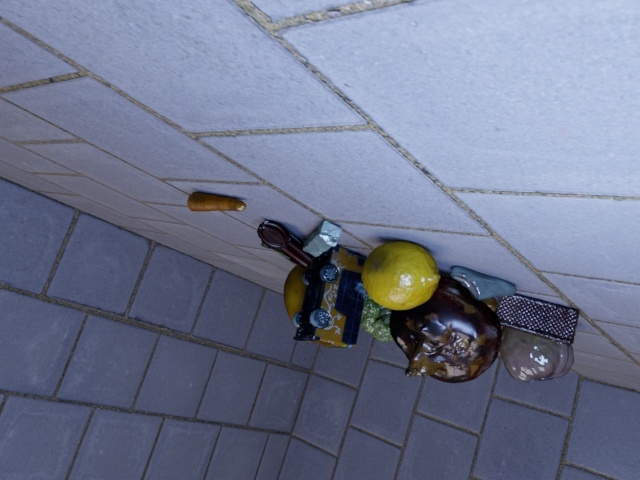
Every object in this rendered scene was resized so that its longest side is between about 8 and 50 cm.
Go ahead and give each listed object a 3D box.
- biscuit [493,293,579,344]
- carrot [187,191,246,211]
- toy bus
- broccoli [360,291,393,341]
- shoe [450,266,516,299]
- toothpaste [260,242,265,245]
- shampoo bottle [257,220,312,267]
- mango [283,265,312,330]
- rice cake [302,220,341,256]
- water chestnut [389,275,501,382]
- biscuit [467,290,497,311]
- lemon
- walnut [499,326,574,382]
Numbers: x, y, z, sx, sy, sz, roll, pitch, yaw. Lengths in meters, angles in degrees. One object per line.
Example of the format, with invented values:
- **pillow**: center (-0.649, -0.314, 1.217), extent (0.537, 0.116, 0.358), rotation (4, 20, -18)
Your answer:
- **biscuit**: center (0.651, 0.234, 1.735), extent (0.252, 0.106, 0.070), rotation (15, 170, 17)
- **carrot**: center (-0.300, -0.109, 1.682), extent (0.210, 0.061, 0.061), rotation (7, 165, 32)
- **toy bus**: center (0.042, 0.190, 1.888), extent (0.194, 0.323, 0.162), rotation (21, 161, -24)
- **broccoli**: center (0.273, 0.271, 1.939), extent (0.302, 0.186, 0.253), rotation (-3, 122, 41)
- **shoe**: center (0.462, 0.137, 1.634), extent (0.195, 0.078, 0.079), rotation (22, 168, -3)
- **toothpaste**: center (-0.204, 0.012, 2.175), extent (0.049, 0.031, 0.204), rotation (20, 170, -5)
- **shampoo bottle**: center (-0.104, 0.024, 1.930), extent (0.129, 0.084, 0.323), rotation (31, 175, 21)
- **mango**: center (-0.014, 0.232, 2.147), extent (0.299, 0.232, 0.445), rotation (61, -166, -15)
- **rice cake**: center (0.000, 0.000, 1.727), extent (0.066, 0.062, 0.336), rotation (29, 169, -4)
- **water chestnut**: center (0.354, 0.283, 1.676), extent (0.336, 0.334, 0.347), rotation (10, -149, 35)
- **biscuit**: center (0.505, 0.195, 1.920), extent (0.208, 0.047, 0.164), rotation (16, 170, 11)
- **lemon**: center (0.214, 0.095, 1.537), extent (0.188, 0.188, 0.257), rotation (26, 160, -36)
- **walnut**: center (0.739, 0.371, 1.954), extent (0.249, 0.248, 0.248), rotation (17, 169, 3)
